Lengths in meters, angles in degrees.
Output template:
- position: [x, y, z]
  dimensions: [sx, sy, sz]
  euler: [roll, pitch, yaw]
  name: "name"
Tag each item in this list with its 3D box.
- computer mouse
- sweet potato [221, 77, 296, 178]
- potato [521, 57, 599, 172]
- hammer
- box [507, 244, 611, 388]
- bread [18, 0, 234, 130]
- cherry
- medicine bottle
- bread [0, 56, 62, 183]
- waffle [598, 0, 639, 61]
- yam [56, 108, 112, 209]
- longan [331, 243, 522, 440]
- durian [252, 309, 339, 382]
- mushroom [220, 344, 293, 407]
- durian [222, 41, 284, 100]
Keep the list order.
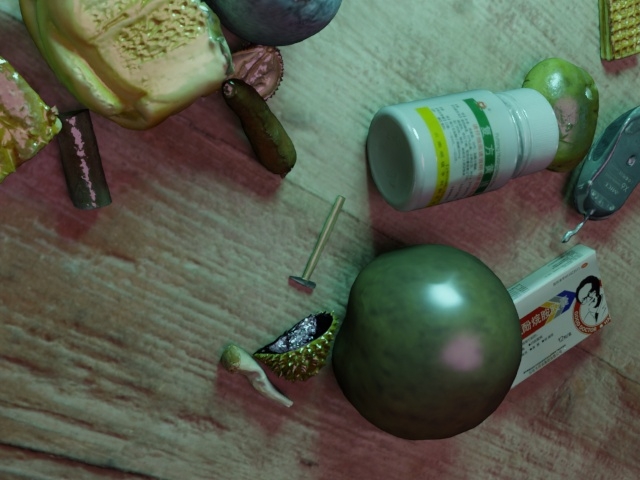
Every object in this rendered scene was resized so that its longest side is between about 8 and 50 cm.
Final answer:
- position: [0.663, -0.156, 1.856]
  dimensions: [0.167, 0.090, 0.379]
  euler: [33, 96, -30]
  name: "computer mouse"
- position: [-0.109, -0.207, 1.417]
  dimensions: [0.075, 0.075, 0.273]
  euler: [-43, 146, -8]
  name: "sweet potato"
- position: [0.506, -0.264, 1.708]
  dimensions: [0.197, 0.148, 0.228]
  euler: [15, 100, -16]
  name: "potato"
- position: [0.000, 0.000, 1.617]
  dimensions: [0.062, 0.013, 0.199]
  euler: [20, 96, -31]
  name: "hammer"
- position: [0.529, 0.186, 1.914]
  dimensions: [0.353, 0.069, 0.214]
  euler: [-30, 117, -17]
  name: "box"
- position: [-0.306, -0.334, 1.254]
  dimensions: [0.270, 0.211, 0.316]
  euler: [-33, 114, -3]
  name: "bread"
- position: [-0.081, -0.434, 1.274]
  dimensions: [0.255, 0.296, 0.218]
  euler: [43, 71, -12]
  name: "cherry"
- position: [0.284, -0.189, 1.584]
  dimensions: [0.339, 0.208, 0.208]
  euler: [-14, 112, -22]
  name: "medicine bottle"
- position: [-0.574, -0.189, 1.159]
  dimensions: [0.279, 0.207, 0.279]
  euler: [-44, 121, -8]
  name: "bread"
- position: [0.668, -0.481, 1.774]
  dimensions: [0.102, 0.042, 0.148]
  euler: [-21, 115, -21]
  name: "waffle"
- position: [-0.403, -0.135, 1.342]
  dimensions: [0.068, 0.068, 0.169]
  euler: [-18, 113, -20]
  name: "yam"
- position: [0.212, 0.204, 1.605]
  dimensions: [0.336, 0.404, 0.405]
  euler: [-32, 129, -64]
  name: "longan"
- position: [-0.023, 0.235, 1.621]
  dimensions: [0.186, 0.119, 0.108]
  euler: [-31, 114, -16]
  name: "durian"
- position: [-0.126, 0.284, 1.622]
  dimensions: [0.054, 0.059, 0.202]
  euler: [-45, 122, -3]
  name: "mushroom"
- position: [-0.118, -0.313, 1.421]
  dimensions: [0.110, 0.071, 0.140]
  euler: [31, 108, -29]
  name: "durian"
